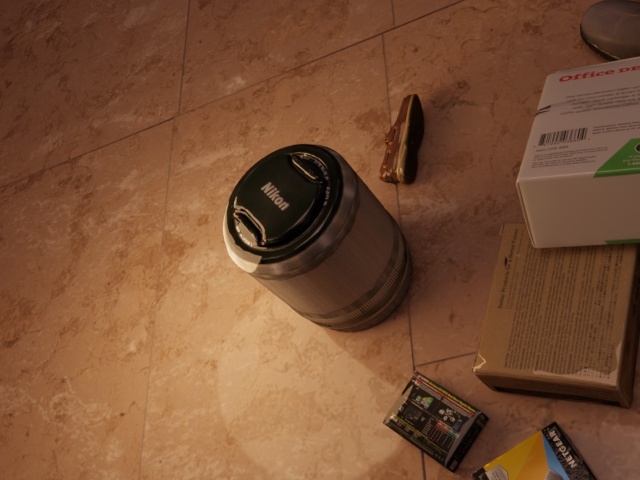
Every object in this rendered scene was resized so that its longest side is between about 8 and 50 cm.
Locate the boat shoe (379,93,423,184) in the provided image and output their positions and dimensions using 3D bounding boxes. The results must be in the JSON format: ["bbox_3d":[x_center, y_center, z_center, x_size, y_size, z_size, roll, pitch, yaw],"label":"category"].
[{"bbox_3d":[0.140,-0.179,1.386,0.060,0.064,0.178,-1,64,29],"label":"boat shoe"}]

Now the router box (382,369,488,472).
[{"bbox_3d":[0.161,0.254,1.121,0.122,0.038,0.092,29,80,40],"label":"router box"}]

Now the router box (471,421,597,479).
[{"bbox_3d":[0.291,0.337,0.984,0.133,0.046,0.179,-36,49,8],"label":"router box"}]

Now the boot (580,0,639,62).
[{"bbox_3d":[0.515,-0.342,1.146,0.118,0.222,0.338,-50,49,-8],"label":"boot"}]

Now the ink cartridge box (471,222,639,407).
[{"bbox_3d":[0.331,0.095,1.081,0.193,0.088,0.234,2,63,34],"label":"ink cartridge box"}]

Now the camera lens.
[{"bbox_3d":[0.000,0.000,1.222,0.219,0.274,0.219,-16,55,24],"label":"camera lens"}]

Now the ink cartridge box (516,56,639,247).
[{"bbox_3d":[0.407,-0.129,1.090,0.211,0.121,0.289,-4,37,30],"label":"ink cartridge box"}]
